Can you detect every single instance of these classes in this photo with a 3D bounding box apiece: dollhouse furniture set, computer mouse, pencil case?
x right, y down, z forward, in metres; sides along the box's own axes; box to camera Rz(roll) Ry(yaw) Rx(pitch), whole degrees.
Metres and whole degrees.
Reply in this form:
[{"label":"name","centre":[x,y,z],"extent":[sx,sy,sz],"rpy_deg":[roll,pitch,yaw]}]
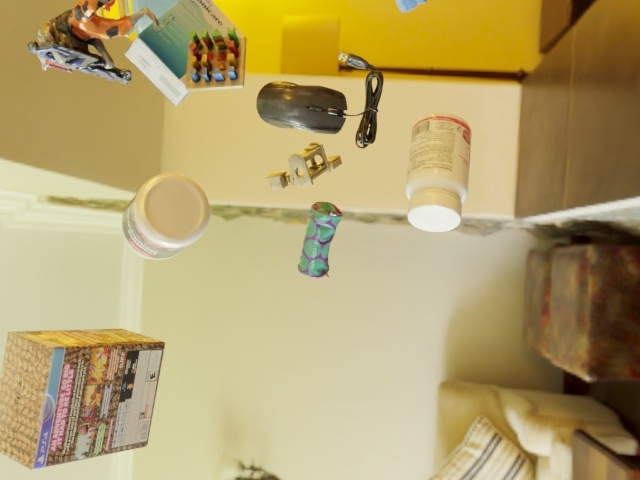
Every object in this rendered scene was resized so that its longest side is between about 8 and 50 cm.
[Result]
[{"label":"dollhouse furniture set","centre":[-0.057,-0.239,2.201],"extent":[0.182,0.161,0.101],"rpy_deg":[-40,-61,-49]},{"label":"computer mouse","centre":[0.009,-0.303,1.483],"extent":[0.060,0.262,0.184],"rpy_deg":[-136,59,-78]},{"label":"pencil case","centre":[0.000,0.000,1.492],"extent":[0.064,0.070,0.151],"rpy_deg":[-105,27,-67]}]

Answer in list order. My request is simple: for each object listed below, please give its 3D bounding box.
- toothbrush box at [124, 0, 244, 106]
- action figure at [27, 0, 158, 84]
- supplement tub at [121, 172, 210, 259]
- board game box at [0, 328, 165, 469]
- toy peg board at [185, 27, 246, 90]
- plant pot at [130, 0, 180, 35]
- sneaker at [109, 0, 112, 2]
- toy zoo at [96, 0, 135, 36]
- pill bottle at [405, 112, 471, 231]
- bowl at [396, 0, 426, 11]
[{"label":"toothbrush box","centre":[-0.401,-0.585,2.181],"extent":[0.126,0.216,0.295],"rpy_deg":[-23,26,55]},{"label":"action figure","centre":[-0.595,-0.543,1.902],"extent":[0.178,0.330,0.341],"rpy_deg":[68,-163,13]},{"label":"supplement tub","centre":[-0.413,-0.054,1.900],"extent":[0.272,0.191,0.191],"rpy_deg":[155,122,-63]},{"label":"board game box","centre":[-0.484,0.308,1.473],"extent":[0.291,0.141,0.232],"rpy_deg":[10,-89,-57]},{"label":"toy peg board","centre":[-0.290,-0.496,1.959],"extent":[0.079,0.161,0.160],"rpy_deg":[68,-158,-68]},{"label":"plant pot","centre":[-0.524,-0.769,2.456],"extent":[0.247,0.248,0.252],"rpy_deg":[-117,31,-56]},{"label":"sneaker","centre":[-0.650,-0.736,1.864],"extent":[0.131,0.296,0.112],"rpy_deg":[-59,26,19]},{"label":"toy zoo","centre":[-0.683,-0.853,2.494],"extent":[0.192,0.030,0.293],"rpy_deg":[-18,-64,-38]},{"label":"pill bottle","centre":[0.306,-0.176,1.888],"extent":[0.160,0.160,0.283],"rpy_deg":[86,-168,-62]},{"label":"bowl","centre":[0.221,-0.820,1.954],"extent":[0.391,0.077,0.391],"rpy_deg":[-8,-90,-75]}]
